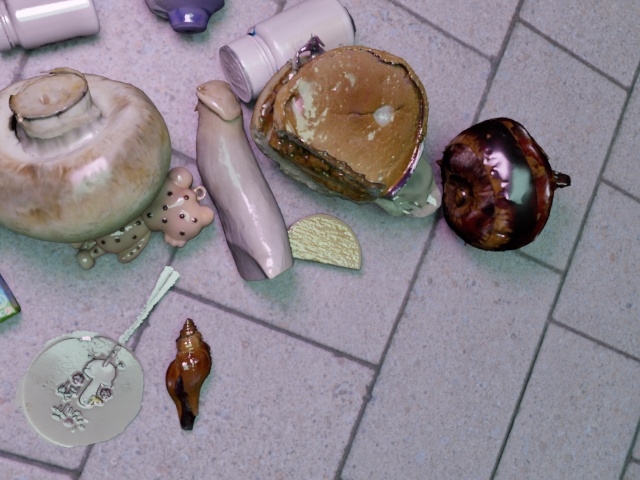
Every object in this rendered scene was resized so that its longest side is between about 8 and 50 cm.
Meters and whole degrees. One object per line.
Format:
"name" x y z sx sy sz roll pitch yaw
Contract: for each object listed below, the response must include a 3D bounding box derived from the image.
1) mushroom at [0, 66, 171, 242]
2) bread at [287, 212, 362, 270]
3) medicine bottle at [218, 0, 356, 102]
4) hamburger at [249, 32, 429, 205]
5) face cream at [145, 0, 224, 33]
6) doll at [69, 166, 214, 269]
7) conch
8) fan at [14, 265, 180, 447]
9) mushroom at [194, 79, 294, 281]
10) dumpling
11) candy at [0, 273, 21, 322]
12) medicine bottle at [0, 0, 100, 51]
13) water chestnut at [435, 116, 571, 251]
"mushroom" -0.428 -0.155 1.063 0.352 0.352 0.260 -28 144 -17
"bread" 0.004 -0.003 1.370 0.193 0.036 0.112 11 82 -17
"medicine bottle" -0.068 -0.393 1.276 0.258 0.143 0.143 -32 101 -17
"hamburger" 0.051 -0.233 1.193 0.318 0.195 0.276 34 80 -23
"face cream" -0.287 -0.611 1.203 0.235 0.137 0.420 -11 91 -40
"doll" -0.350 -0.042 1.210 0.278 0.119 0.154 -17 95 -8
"conch" -0.268 0.273 1.256 0.086 0.080 0.232 14 87 -11
"fan" -0.414 0.227 1.237 0.233 0.012 0.414 41 81 -17
"mushroom" -0.163 -0.116 1.237 0.126 0.177 0.397 -22 94 -20
"dumpling" 0.163 -0.136 1.370 0.250 0.132 0.162 37 76 -16
"candy" -0.640 0.071 1.130 0.097 0.062 0.194 -30 102 -17
"medicine bottle" -0.512 -0.412 1.141 0.187 0.103 0.102 -20 98 -17
"water chestnut" 0.411 -0.125 1.379 0.300 0.300 0.300 0 91 -19
